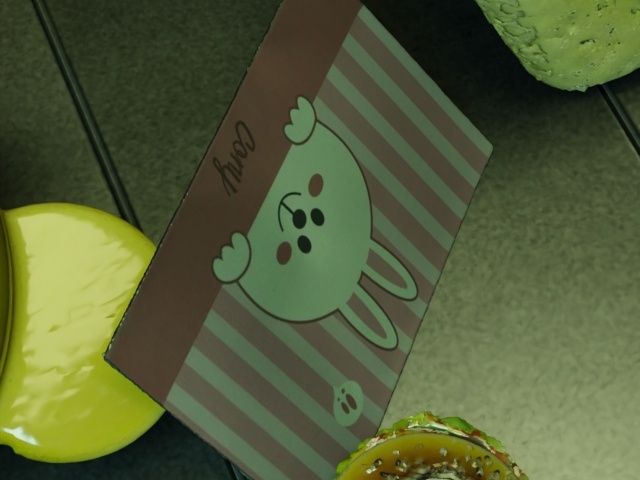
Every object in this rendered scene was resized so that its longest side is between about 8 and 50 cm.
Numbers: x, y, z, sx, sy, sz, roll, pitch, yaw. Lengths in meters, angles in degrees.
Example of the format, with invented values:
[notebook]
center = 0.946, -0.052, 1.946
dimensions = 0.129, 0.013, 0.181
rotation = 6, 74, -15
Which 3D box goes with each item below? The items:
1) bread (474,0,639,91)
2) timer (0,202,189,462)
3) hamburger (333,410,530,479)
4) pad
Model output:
[bread]
center = 0.161, -0.278, 1.085
dimensions = 0.279, 0.315, 0.248
rotation = -22, 64, 4
[timer]
center = -0.299, 0.009, 0.937
dimensions = 0.387, 0.376, 0.376
rotation = -30, 64, -19
[hamburger]
center = 0.060, 0.167, 0.977
dimensions = 0.126, 0.081, 0.141
rotation = 22, 63, 12
[pad]
center = 0.000, 0.000, 1.033
dimensions = 0.005, 0.202, 0.300
rotation = -8, 48, 46
